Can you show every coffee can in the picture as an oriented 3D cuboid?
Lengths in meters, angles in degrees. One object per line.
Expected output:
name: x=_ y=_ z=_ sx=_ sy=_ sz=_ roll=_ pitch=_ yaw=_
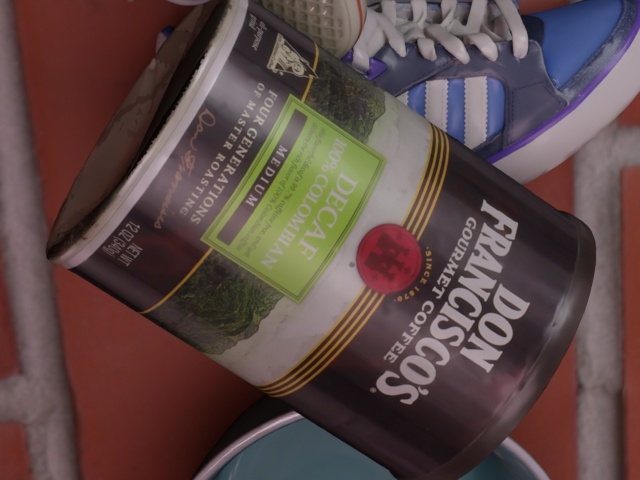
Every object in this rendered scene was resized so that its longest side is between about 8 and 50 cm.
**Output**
coffee can: x=0.000 y=0.000 z=1.130 sx=0.275 sy=0.201 sz=0.201 roll=33 pitch=105 yaw=-15

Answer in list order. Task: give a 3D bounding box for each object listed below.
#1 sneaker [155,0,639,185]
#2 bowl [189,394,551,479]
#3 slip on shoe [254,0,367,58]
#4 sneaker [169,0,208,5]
sneaker: x=0.047 y=-0.138 z=1.245 sx=0.322 sy=0.130 sz=0.236 roll=-30 pitch=116 yaw=12
bowl: x=0.024 y=0.222 z=1.373 sx=0.311 sy=0.163 sz=0.312 roll=-2 pitch=112 yaw=-6
slip on shoe: x=-0.046 y=-0.269 z=1.154 sx=0.123 sy=0.101 sz=0.331 roll=-22 pitch=93 yaw=46
sneaker: x=-0.151 y=-0.221 z=1.132 sx=0.108 sy=0.293 sz=0.169 roll=-13 pitch=151 yaw=-39
